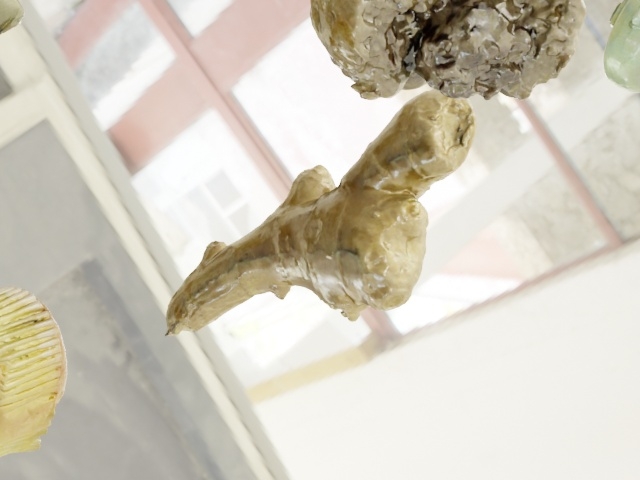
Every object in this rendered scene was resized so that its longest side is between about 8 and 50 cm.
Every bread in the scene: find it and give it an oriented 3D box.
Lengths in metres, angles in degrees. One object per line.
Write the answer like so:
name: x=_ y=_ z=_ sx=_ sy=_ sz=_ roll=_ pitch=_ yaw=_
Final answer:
bread: x=-0.435 y=0.180 z=1.565 sx=0.133 sy=0.179 sz=0.250 roll=-23 pitch=143 yaw=-44
bread: x=0.049 y=-0.090 z=0.486 sx=0.113 sy=0.060 sz=0.082 roll=0 pitch=-163 yaw=-14

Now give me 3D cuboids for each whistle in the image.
whistle: x=0.371 y=-0.213 z=1.281 sx=0.126 sy=0.067 sz=0.258 roll=-57 pitch=153 yaw=6

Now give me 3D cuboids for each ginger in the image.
ginger: x=0.000 y=0.000 z=0.928 sx=0.333 sy=0.148 sz=0.081 roll=-24 pitch=167 yaw=37

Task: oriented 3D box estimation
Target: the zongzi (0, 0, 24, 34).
zongzi: x=-0.661 y=-0.308 z=1.682 sx=0.360 sy=0.160 sz=0.323 roll=7 pitch=-152 yaw=44
